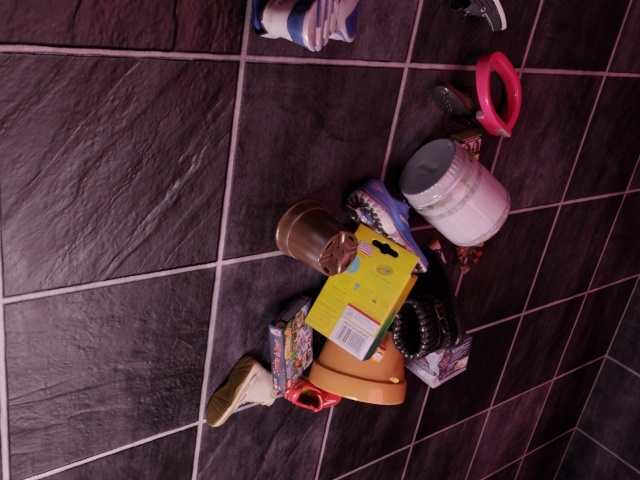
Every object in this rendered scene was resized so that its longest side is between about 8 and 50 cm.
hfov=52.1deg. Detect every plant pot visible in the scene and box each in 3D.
[{"bbox_3d":[0.000,0.000,1.674,0.167,0.165,0.167,-22,128,-31],"label":"plant pot"},{"bbox_3d":[0.125,0.342,1.938,0.291,0.291,0.203,10,91,-44],"label":"plant pot"}]

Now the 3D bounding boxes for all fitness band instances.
[{"bbox_3d":[0.513,-0.419,1.891,0.291,0.054,0.209,24,73,-53],"label":"fitness band"}]

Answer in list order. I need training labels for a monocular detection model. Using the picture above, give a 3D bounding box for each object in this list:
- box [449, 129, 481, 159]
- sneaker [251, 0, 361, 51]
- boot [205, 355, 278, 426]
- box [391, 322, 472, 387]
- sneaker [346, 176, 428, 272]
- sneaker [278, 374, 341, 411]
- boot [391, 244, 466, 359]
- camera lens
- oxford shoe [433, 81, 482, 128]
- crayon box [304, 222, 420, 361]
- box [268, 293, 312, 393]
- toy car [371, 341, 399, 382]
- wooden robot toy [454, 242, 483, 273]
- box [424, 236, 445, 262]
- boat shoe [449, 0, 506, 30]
[{"bbox_3d":[0.427,-0.214,1.993,0.087,0.058,0.232,-19,127,-32],"label":"box"},{"bbox_3d":[-0.038,-0.486,1.372,0.315,0.182,0.127,-43,147,-57],"label":"sneaker"},{"bbox_3d":[-0.209,0.440,1.827,0.213,0.077,0.165,-56,139,-8],"label":"boot"},{"bbox_3d":[0.336,0.327,2.111,0.163,0.247,0.142,-19,126,-32],"label":"box"},{"bbox_3d":[0.215,-0.041,1.821,0.330,0.130,0.147,54,57,-24],"label":"sneaker"},{"bbox_3d":[-0.022,0.477,1.984,0.279,0.118,0.107,25,98,-47],"label":"sneaker"},{"bbox_3d":[0.286,0.170,1.913,0.131,0.348,0.260,-36,156,35],"label":"boot"},{"bbox_3d":[0.384,-0.130,1.852,0.274,0.219,0.219,37,89,-29],"label":"camera lens"},{"bbox_3d":[0.392,-0.402,1.844,0.227,0.083,0.096,22,84,-49],"label":"oxford shoe"},{"bbox_3d":[0.122,0.140,1.780,0.318,0.202,0.081,-60,157,6],"label":"crayon box"},{"bbox_3d":[-0.079,0.288,1.827,0.159,0.044,0.233,-45,142,-48],"label":"box"},{"bbox_3d":[0.188,0.333,1.806,0.122,0.040,0.060,47,67,-4],"label":"toy car"},{"bbox_3d":[0.491,0.028,2.197,0.079,0.076,0.173,11,108,-33],"label":"wooden robot toy"},{"bbox_3d":[0.363,0.063,2.133,0.081,0.028,0.136,-42,134,-13],"label":"box"},{"bbox_3d":[0.371,-0.632,1.652,0.113,0.127,0.340,-30,148,17],"label":"boat shoe"}]
